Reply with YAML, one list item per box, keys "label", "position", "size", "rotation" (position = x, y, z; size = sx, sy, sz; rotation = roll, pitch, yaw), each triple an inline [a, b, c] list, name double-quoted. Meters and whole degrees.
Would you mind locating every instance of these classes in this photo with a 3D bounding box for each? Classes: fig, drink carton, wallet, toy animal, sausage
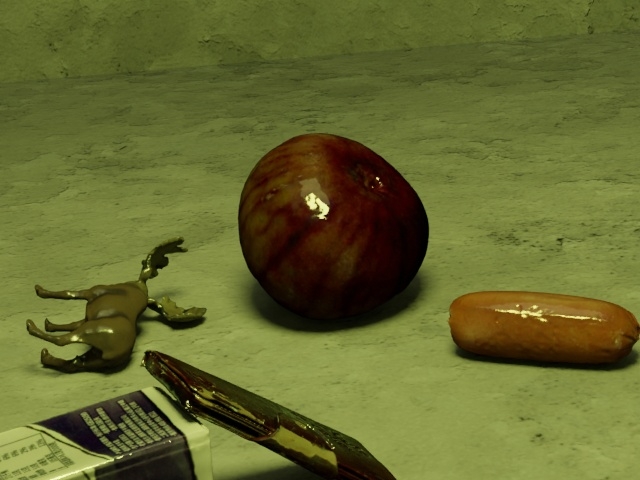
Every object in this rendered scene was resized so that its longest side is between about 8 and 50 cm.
- label: "fig"
  position: [0.011, -0.009, 1.467]
  size: [0.235, 0.214, 0.235]
  rotation: [24, 13, -6]
- label: "drink carton"
  position: [-0.197, 0.215, 0.953]
  size: [0.222, 0.134, 0.102]
  rotation: [-15, 25, -28]
- label: "wallet"
  position: [-0.036, 0.155, 1.047]
  size: [0.232, 0.031, 0.122]
  rotation: [31, -1, -30]
- label: "toy animal"
  position: [-0.227, 0.079, 1.426]
  size: [0.186, 0.094, 0.214]
  rotation: [-9, 27, -1]
- label: "sausage"
  position: [0.234, 0.091, 1.315]
  size: [0.197, 0.076, 0.076]
  rotation: [5, 21, 18]
